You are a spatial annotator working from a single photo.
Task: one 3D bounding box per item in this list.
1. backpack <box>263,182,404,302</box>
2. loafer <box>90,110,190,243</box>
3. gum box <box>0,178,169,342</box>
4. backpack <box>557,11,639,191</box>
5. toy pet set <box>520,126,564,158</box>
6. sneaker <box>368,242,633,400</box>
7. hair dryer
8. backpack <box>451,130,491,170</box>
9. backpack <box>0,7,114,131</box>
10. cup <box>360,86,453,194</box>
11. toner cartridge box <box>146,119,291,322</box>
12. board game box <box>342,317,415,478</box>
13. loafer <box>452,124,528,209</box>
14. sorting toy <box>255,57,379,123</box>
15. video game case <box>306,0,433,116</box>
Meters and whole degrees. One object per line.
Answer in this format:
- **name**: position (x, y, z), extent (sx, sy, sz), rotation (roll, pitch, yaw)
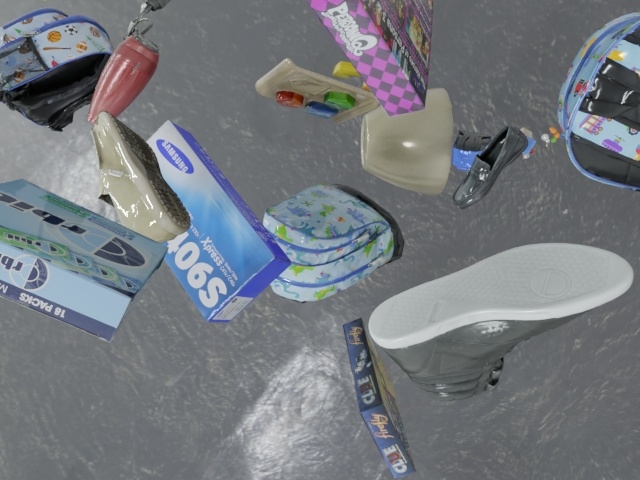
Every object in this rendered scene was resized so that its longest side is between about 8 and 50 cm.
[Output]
- **backpack**: position (0.000, 0.000, 1.366), extent (0.290, 0.273, 0.356), rotation (36, 57, 28)
- **loafer**: position (-0.292, -0.093, 0.840), extent (0.092, 0.102, 0.268), rotation (-39, 59, 5)
- **gum box**: position (-0.220, 0.006, 0.471), extent (0.157, 0.184, 0.041), rotation (27, 97, -10)
- **backpack**: position (0.284, -0.122, 0.488), extent (0.116, 0.174, 0.158), rotation (-106, 30, -56)
- **toy pet set**: position (0.595, -0.264, 1.560), extent (0.122, 0.114, 0.065), rotation (-31, 44, 57)
- **sneaker**: position (0.221, 0.104, 0.678), extent (0.296, 0.146, 0.104), rotation (-19, 36, 17)
- **hair dryer**: position (-0.369, -0.346, 1.099), extent (0.224, 0.080, 0.293), rotation (-13, 51, 58)
- **backpack**: position (0.419, -0.241, 1.559), extent (0.098, 0.120, 0.101), rotation (8, 122, 23)
- **backpack**: position (-0.601, -0.403, 1.302), extent (0.264, 0.276, 0.213), rotation (-22, 91, -4)
- **cup**: position (0.251, -0.305, 1.742), extent (0.237, 0.331, 0.330), rotation (-1, 72, -2)
- **toner cartridge box**: position (-0.221, -0.037, 1.007), extent (0.165, 0.075, 0.347), rotation (-43, 69, 9)
- **board game box**: position (0.101, 0.274, 1.007), extent (0.042, 0.165, 0.243), rotation (-23, 25, 6)
- **loafer**: position (0.378, -0.170, 1.294), extent (0.223, 0.078, 0.076), rotation (-51, 35, 19)
- **sorting toy**: position (0.007, -0.322, 1.217), extent (0.307, 0.229, 0.041), rotation (0, 75, 64)
- **video game case**: position (0.033, -0.251, 0.452), extent (0.042, 0.232, 0.210), rotation (-7, 64, 30)
